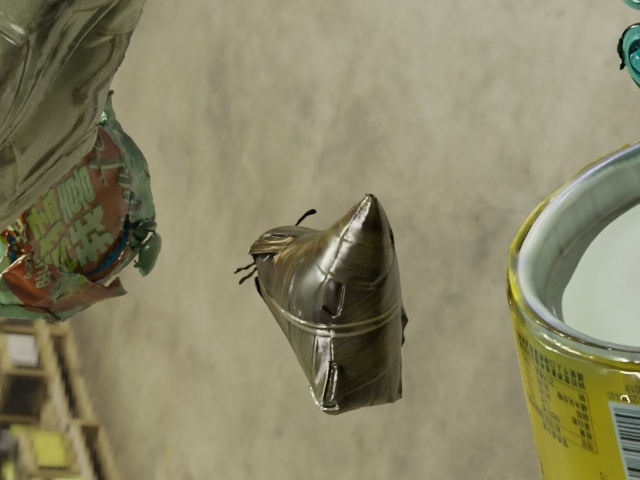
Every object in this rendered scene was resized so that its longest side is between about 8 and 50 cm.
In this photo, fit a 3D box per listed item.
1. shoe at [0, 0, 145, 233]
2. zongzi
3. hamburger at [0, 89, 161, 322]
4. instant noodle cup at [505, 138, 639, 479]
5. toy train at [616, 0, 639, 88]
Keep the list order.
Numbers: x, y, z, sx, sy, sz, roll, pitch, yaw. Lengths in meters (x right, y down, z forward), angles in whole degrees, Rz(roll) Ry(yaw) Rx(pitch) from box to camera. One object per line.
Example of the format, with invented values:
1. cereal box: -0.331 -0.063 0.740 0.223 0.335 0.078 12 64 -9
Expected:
1. shoe: -0.214 -0.145 1.175 0.342 0.132 0.210 -57 -15 -23
2. zongzi: 0.000 0.000 1.090 0.187 0.084 0.184 -127 29 -49
3. hamburger: -0.320 -0.036 1.832 0.150 0.276 0.261 -6 96 34
4. instant noodle cup: 0.258 0.091 0.911 0.325 0.325 0.254 40 156 60
5. toy train: 0.329 -0.194 1.292 0.154 0.107 0.198 21 132 50
